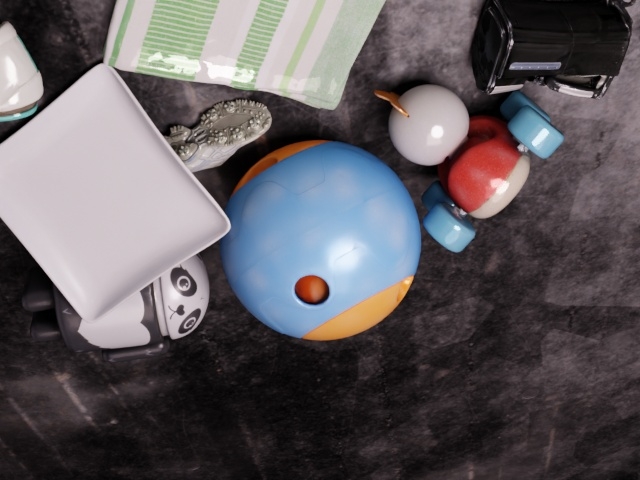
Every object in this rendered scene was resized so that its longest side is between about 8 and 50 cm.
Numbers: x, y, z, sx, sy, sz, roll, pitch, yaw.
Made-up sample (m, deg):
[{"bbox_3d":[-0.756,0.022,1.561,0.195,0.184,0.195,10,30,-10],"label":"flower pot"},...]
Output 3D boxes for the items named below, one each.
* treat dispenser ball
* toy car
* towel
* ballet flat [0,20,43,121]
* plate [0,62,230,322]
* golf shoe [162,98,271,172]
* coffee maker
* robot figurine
[{"bbox_3d":[0.000,0.000,1.240,0.288,0.288,0.288,-7,139,-6],"label":"treat dispenser ball"},{"bbox_3d":[0.177,-0.151,1.231,0.238,0.210,0.219,38,109,-9],"label":"toy car"},{"bbox_3d":[-0.089,-0.285,1.081,0.325,0.038,0.248,7,135,-21],"label":"towel"},{"bbox_3d":[-0.542,-0.193,1.025,0.400,0.139,0.139,-9,140,-10],"label":"ballet flat"},{"bbox_3d":[-0.302,-0.061,1.194,0.277,0.045,0.278,-33,101,20],"label":"plate"},{"bbox_3d":[-0.145,-0.143,1.227,0.176,0.069,0.086,-18,160,12],"label":"golf shoe"},{"bbox_3d":[0.306,-0.276,1.150,0.178,0.120,0.171,-1,115,-14],"label":"coffee maker"},{"bbox_3d":[-0.313,0.084,1.343,0.278,0.173,0.209,-7,161,-6],"label":"robot figurine"}]
